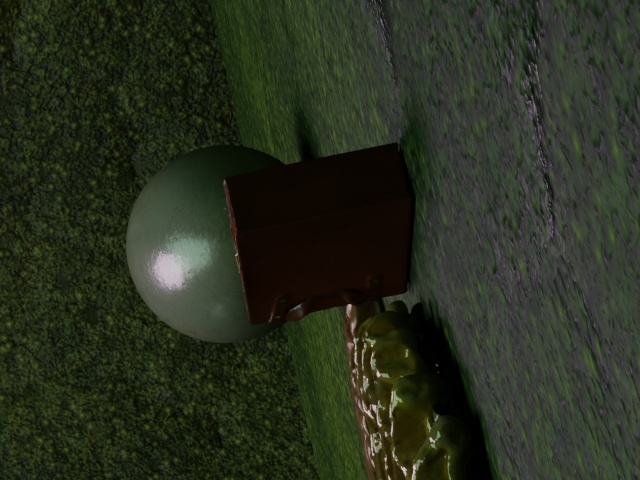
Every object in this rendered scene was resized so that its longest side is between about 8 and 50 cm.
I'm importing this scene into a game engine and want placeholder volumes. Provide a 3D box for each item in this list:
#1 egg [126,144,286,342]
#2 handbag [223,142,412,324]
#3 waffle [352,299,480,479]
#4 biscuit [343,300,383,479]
[{"bbox_3d":[-0.099,0.004,2.048,0.295,0.218,0.218,-177,73,-77],"label":"egg"},{"bbox_3d":[0.000,0.000,1.371,0.190,0.127,0.063,89,168,-68],"label":"handbag"},{"bbox_3d":[0.079,0.192,1.388,0.329,0.062,0.329,166,90,-85],"label":"waffle"},{"bbox_3d":[0.058,0.174,1.738,0.289,0.044,0.202,78,176,-49],"label":"biscuit"}]
